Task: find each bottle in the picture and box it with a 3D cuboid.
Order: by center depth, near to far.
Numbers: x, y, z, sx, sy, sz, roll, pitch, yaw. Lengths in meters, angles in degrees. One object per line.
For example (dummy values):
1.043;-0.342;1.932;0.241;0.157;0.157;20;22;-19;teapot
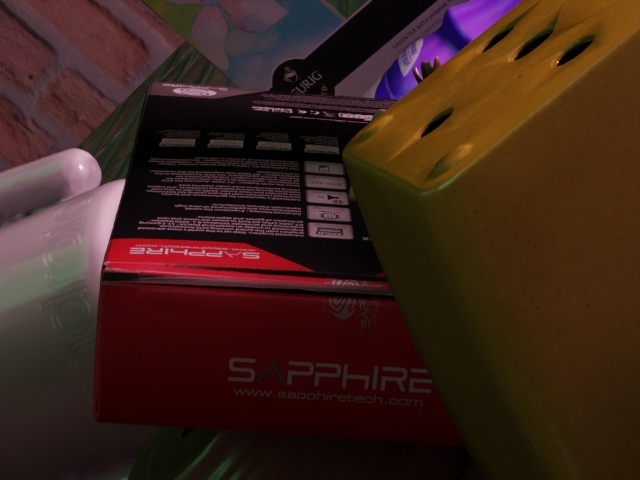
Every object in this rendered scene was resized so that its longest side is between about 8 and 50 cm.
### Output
0.076;-0.087;1.309;0.283;0.092;0.118;-45;13;15;bottle

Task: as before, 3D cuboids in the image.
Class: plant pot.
0.128;0.002;0.649;0.212;0.187;0.212;-39;15;-3;plant pot
-0.032;0.135;1.012;0.237;0.110;0.237;-44;15;15;plant pot

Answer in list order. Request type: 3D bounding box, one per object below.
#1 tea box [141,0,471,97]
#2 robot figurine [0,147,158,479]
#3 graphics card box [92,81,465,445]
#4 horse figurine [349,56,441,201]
0.039;-0.284;1.473;0.329;0.323;0.220;-39;17;37;tea box
-0.200;0.078;1.369;0.353;0.200;0.300;-22;69;22;robot figurine
0.000;0.000;1.027;0.371;0.232;0.094;-97;11;-70;graphics card box
0.114;-0.038;0.840;0.263;0.174;0.066;6;-94;-76;horse figurine
